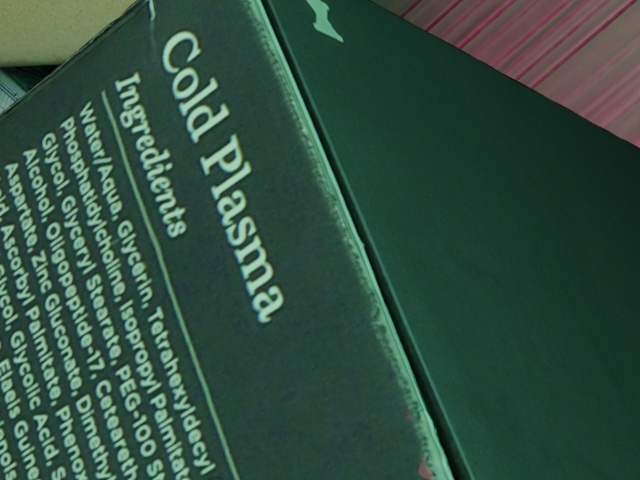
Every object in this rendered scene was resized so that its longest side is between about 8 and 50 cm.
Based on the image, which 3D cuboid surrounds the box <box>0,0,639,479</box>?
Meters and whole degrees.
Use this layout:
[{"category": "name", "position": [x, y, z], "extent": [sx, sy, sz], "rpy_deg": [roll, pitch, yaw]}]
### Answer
[{"category": "box", "position": [-0.014, 0.110, 0.521], "extent": [0.312, 0.343, 0.179], "rpy_deg": [-35, 62, 24]}]

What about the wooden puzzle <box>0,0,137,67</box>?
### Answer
[{"category": "wooden puzzle", "position": [-0.122, -0.235, 0.790], "extent": [0.322, 0.080, 0.348], "rpy_deg": [1, 70, 32]}]

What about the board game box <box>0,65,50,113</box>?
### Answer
[{"category": "board game box", "position": [-0.208, -0.047, 0.850], "extent": [0.194, 0.060, 0.194], "rpy_deg": [24, 95, 35]}]
